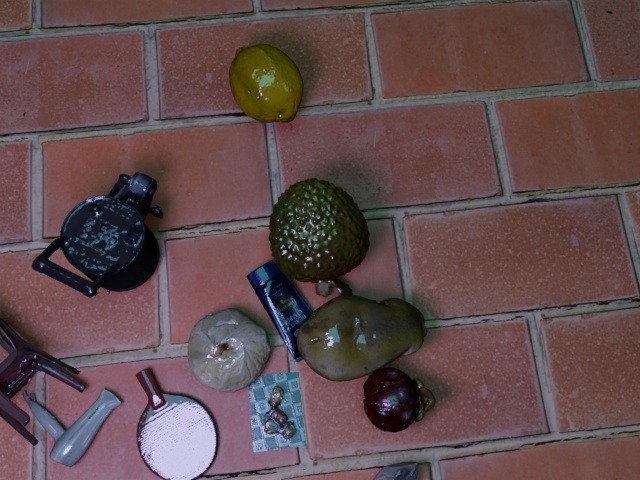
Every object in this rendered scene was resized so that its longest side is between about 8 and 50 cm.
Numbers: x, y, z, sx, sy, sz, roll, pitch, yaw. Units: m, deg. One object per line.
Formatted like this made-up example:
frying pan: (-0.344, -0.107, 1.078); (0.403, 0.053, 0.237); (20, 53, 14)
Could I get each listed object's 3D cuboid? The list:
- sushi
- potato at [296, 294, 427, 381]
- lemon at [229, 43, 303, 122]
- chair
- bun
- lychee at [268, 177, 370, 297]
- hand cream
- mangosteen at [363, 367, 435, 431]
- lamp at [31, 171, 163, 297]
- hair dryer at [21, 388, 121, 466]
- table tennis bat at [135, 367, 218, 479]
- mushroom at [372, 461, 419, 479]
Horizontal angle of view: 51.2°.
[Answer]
sushi: (-0.116, 0.440, 1.736); (0.139, 0.031, 0.200); (-6, 75, -3)
potato: (0.112, 0.238, 1.705); (0.351, 0.218, 0.202); (-3, 104, -14)
lemon: (-0.153, -0.442, 1.893); (0.204, 0.204, 0.260); (-33, 81, -10)
chair: (-0.769, 0.316, 1.647); (0.327, 0.175, 0.183); (32, 54, 11)
bun: (-0.242, 0.279, 1.722); (0.221, 0.134, 0.220); (1, 75, -3)
lychee: (-0.002, -0.010, 1.748); (0.270, 0.320, 0.269); (-5, 57, 9)
hand cream: (-0.091, 0.185, 1.802); (0.120, 0.061, 0.270); (-33, 86, -15)
mangosteen: (0.196, 0.403, 1.692); (0.180, 0.166, 0.166); (1, 74, -5)
lamp: (-0.536, 0.025, 1.714); (0.205, 0.272, 0.374); (25, 55, 5)
hair dryer: (-0.662, 0.435, 1.712); (0.237, 0.075, 0.206); (29, 68, 14)
table tennis bat: (-0.386, 0.470, 1.714); (0.201, 0.038, 0.310); (-29, 78, -10)
mushroom: (0.136, 0.693, 1.644); (0.109, 0.097, 0.351); (30, 78, 7)
